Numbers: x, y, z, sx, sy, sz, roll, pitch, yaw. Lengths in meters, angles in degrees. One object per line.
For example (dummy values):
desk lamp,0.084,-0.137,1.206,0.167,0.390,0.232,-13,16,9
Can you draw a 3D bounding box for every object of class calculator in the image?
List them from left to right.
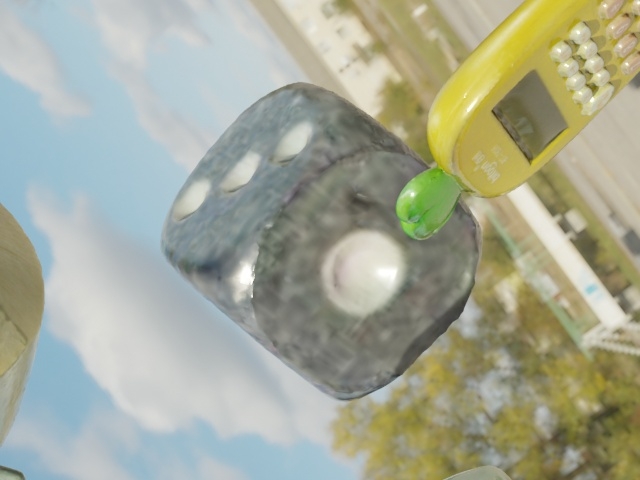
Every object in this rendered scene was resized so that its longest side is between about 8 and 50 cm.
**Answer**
calculator,0.124,-0.090,0.702,0.032,0.235,0.146,49,-173,23

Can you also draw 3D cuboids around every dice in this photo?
dice,0.000,0.000,1.023,0.181,0.182,0.183,43,176,-28

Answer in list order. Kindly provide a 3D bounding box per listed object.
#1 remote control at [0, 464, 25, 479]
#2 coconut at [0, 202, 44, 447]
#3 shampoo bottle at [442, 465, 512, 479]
remote control,-0.255,0.227,0.990,0.053,0.018,0.124,17,-115,-24
coconut,-0.381,0.072,1.090,0.323,0.323,0.323,52,-173,-10
shampoo bottle,0.110,0.421,1.495,0.222,0.349,0.151,49,-171,-17
